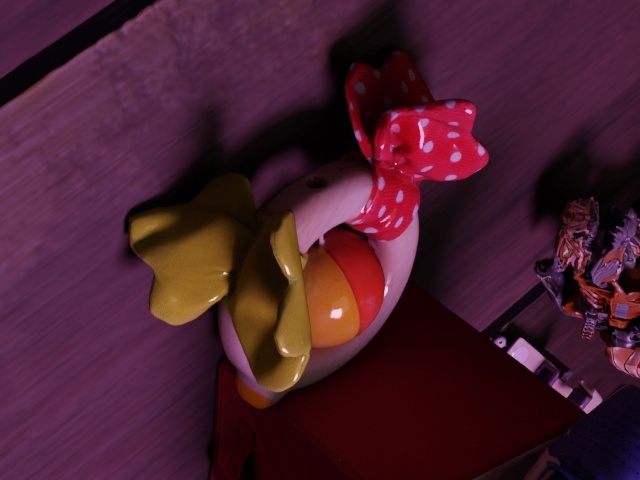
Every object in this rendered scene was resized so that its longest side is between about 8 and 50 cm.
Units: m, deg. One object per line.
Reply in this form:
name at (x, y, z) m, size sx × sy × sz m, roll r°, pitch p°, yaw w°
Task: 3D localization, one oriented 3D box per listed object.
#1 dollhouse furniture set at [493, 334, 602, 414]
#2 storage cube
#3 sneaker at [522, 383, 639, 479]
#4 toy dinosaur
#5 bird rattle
dollhouse furniture set at (0.158, 0.139, 1.351) m, size 0.081 × 0.091 × 0.114 m, roll 37°, pitch 94°, yaw -37°
storage cube at (0.052, 0.173, 1.163) m, size 0.215 × 0.193 × 0.183 m, roll -19°, pitch 131°, yaw -35°
sneaker at (0.116, 0.223, 1.007) m, size 0.315 × 0.127 × 0.182 m, roll -49°, pitch 145°, yaw -2°
toy dinosaur at (0.305, 0.056, 1.340) m, size 0.322 × 0.218 × 0.164 m, roll 19°, pitch 73°, yaw -58°
bird rattle at (0.000, 0.000, 1.055) m, size 0.253 × 0.143 × 0.207 m, roll -42°, pitch 147°, yaw -34°
